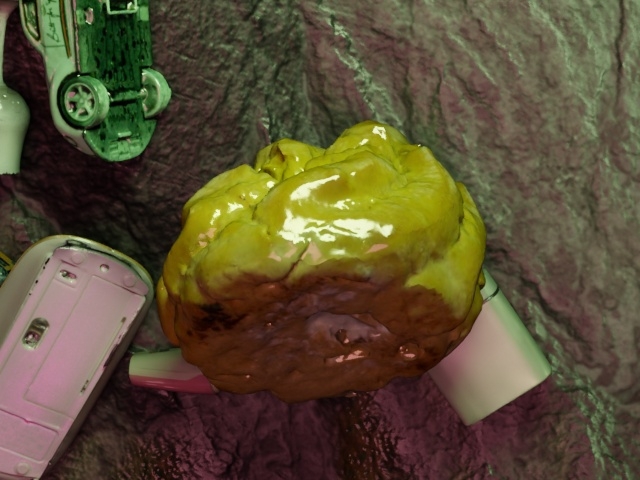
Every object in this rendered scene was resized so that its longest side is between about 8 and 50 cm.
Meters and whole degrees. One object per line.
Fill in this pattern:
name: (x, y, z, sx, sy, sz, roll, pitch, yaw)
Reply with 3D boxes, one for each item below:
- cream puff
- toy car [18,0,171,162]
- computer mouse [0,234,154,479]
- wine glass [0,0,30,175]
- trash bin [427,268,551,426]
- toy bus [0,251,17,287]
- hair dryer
cream puff: (-0.002, 0.000, 1.425, 0.324, 0.257, 0.291, -19, 139, 21)
toy car: (-0.247, -0.237, 1.490, 0.125, 0.136, 0.306, 4, 102, 26)
computer mouse: (-0.305, 0.132, 1.568, 0.158, 0.072, 0.310, 25, 106, -21)
wine glass: (-0.352, -0.170, 1.541, 0.079, 0.079, 0.196, 9, 99, 7)
trash bin: (0.165, 0.115, 1.519, 0.116, 0.059, 0.130, -34, 94, 14)
toy bus: (-0.415, 0.045, 1.539, 0.103, 0.182, 0.091, 38, 103, 10)
hair dryer: (-0.155, 0.092, 1.578, 0.106, 0.054, 0.154, 4, 90, 12)
